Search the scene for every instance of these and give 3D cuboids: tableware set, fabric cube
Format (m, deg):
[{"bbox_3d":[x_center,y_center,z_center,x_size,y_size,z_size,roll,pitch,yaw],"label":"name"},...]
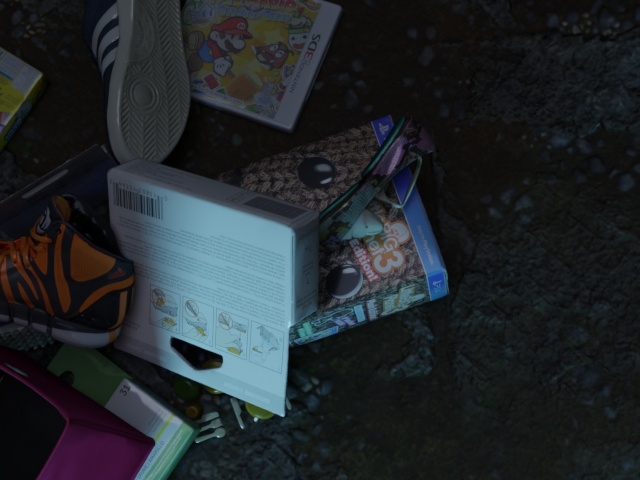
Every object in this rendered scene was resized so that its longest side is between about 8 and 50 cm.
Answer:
[{"bbox_3d":[-0.120,0.206,1.771,0.154,0.024,0.104,-22,88,10],"label":"tableware set"},{"bbox_3d":[-0.408,0.281,1.621,0.254,0.258,0.259,29,86,21],"label":"fabric cube"}]

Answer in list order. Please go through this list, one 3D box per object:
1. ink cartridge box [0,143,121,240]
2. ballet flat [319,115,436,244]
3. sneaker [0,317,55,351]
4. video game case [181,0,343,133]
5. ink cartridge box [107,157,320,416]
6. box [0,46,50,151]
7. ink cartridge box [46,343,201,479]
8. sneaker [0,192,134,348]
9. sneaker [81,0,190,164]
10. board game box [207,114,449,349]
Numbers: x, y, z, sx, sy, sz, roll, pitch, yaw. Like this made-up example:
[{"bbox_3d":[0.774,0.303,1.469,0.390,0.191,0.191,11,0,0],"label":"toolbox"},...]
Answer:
[{"bbox_3d":[-0.365,-0.075,1.780,0.181,0.225,0.056,-32,77,-3],"label":"ink cartridge box"},{"bbox_3d":[0.068,-0.059,1.664,0.079,0.077,0.221,42,82,-5],"label":"ballet flat"},{"bbox_3d":[-0.363,0.049,1.813,0.293,0.102,0.146,-22,73,-10],"label":"sneaker"},{"bbox_3d":[-0.108,-0.284,1.911,0.227,0.026,0.206,19,78,11],"label":"video game case"},{"bbox_3d":[-0.140,0.054,1.658,0.296,0.066,0.261,18,119,31],"label":"ink cartridge box"},{"bbox_3d":[-0.494,-0.192,1.923,0.105,0.043,0.179,32,79,13],"label":"box"},{"bbox_3d":[-0.303,0.256,1.764,0.235,0.056,0.171,35,89,12],"label":"ink cartridge box"},{"bbox_3d":[-0.390,0.011,1.658,0.321,0.124,0.180,14,118,-12],"label":"sneaker"},{"bbox_3d":[-0.279,-0.257,1.868,0.148,0.131,0.350,-16,67,44],"label":"sneaker"},{"bbox_3d":[0.000,0.000,1.762,0.291,0.141,0.232,-20,74,1],"label":"board game box"}]
